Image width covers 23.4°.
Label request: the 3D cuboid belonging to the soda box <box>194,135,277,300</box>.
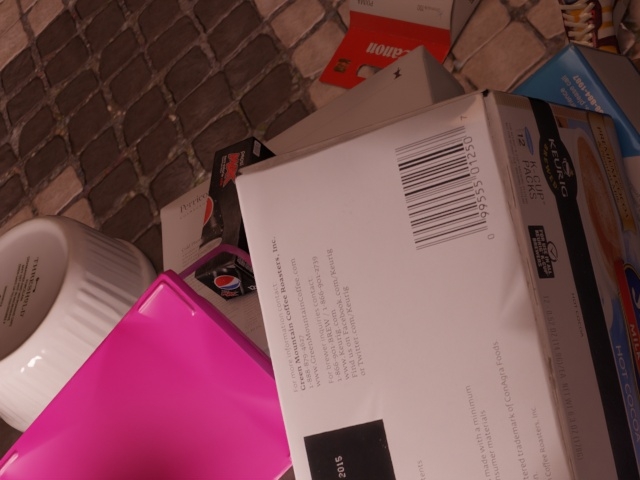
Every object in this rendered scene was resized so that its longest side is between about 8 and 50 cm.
[{"bbox_3d":[-0.086,-0.024,1.639,0.060,0.053,0.169,-20,47,33],"label":"soda box"}]

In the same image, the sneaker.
[{"bbox_3d":[0.269,-0.222,1.580,0.070,0.084,0.185,-15,51,35],"label":"sneaker"}]

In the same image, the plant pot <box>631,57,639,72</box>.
[{"bbox_3d":[0.308,-0.092,1.424,0.237,0.110,0.237,-25,45,27],"label":"plant pot"}]

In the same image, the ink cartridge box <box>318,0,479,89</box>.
[{"bbox_3d":[0.099,-0.283,1.814,0.189,0.066,0.232,20,71,49],"label":"ink cartridge box"}]

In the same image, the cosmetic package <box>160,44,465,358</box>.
[{"bbox_3d":[0.000,0.000,1.653,0.377,0.097,0.284,-30,45,24],"label":"cosmetic package"}]

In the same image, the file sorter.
[{"bbox_3d":[-0.131,0.176,1.497,0.290,0.202,0.182,-48,-4,22],"label":"file sorter"}]

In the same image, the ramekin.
[{"bbox_3d":[-0.336,0.092,1.876,0.273,0.127,0.272,-25,45,28],"label":"ramekin"}]

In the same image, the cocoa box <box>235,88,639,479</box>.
[{"bbox_3d":[0.117,0.088,1.165,0.231,0.228,0.347,-17,80,32],"label":"cocoa box"}]

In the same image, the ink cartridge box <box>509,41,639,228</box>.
[{"bbox_3d":[0.186,0.014,1.337,0.307,0.129,0.223,-40,71,27],"label":"ink cartridge box"}]
